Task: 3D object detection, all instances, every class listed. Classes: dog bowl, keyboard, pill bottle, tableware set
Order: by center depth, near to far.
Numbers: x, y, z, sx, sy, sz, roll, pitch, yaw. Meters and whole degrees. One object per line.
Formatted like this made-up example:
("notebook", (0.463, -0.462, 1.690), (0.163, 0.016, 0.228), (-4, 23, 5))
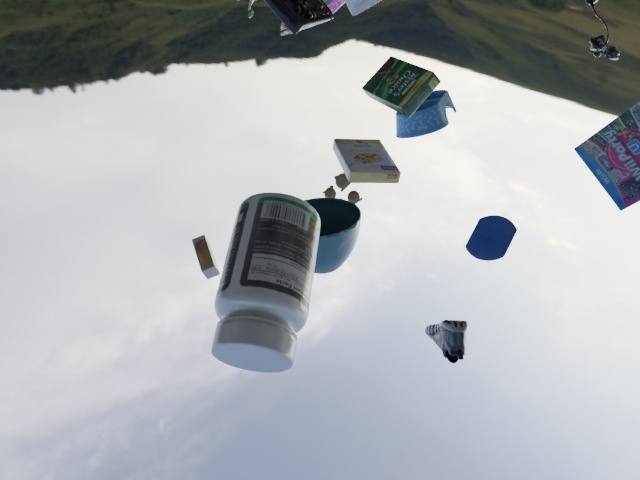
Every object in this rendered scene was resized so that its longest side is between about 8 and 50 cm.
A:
("keyboard", (-0.127, -0.483, 0.860), (0.317, 0.033, 0.201), (49, -130, 1))
("pill bottle", (-0.118, 0.090, 1.120), (0.204, 0.204, 0.360), (10, -122, -2))
("dog bowl", (0.332, -0.410, 1.615), (0.166, 0.074, 0.297), (-5, -155, 28))
("tableware set", (0.088, -0.186, 2.086), (0.168, 0.141, 0.020), (58, -154, 13))

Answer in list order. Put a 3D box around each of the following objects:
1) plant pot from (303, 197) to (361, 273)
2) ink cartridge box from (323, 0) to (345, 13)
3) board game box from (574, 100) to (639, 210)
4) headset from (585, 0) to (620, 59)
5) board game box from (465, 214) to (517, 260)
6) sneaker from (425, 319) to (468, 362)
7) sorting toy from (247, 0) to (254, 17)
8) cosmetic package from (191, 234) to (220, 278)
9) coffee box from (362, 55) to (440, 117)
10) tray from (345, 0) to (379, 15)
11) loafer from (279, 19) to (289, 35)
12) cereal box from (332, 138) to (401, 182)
("plant pot", (0.000, 0.000, 1.757), (0.291, 0.195, 0.290), (-5, -151, 3))
("ink cartridge box", (0.002, -0.788, 1.507), (0.311, 0.186, 0.065), (-7, -113, -57))
("board game box", (0.873, -0.249, 1.330), (0.098, 0.303, 0.224), (-24, -104, -31))
("headset", (0.787, -0.694, 1.333), (0.185, 0.393, 0.243), (10, -174, -32))
("board game box", (0.563, -0.002, 1.660), (0.133, 0.033, 0.168), (20, -106, 38))
("sneaker", (0.312, 0.259, 1.269), (0.083, 0.223, 0.098), (1, -106, 3))
("sorting toy", (-0.148, -0.543, 1.132), (0.012, 0.083, 0.062), (19, -124, -7))
("cosmetic package", (-0.332, 0.048, 1.467), (0.041, 0.060, 0.115), (-23, -118, -5))
("coffee box", (0.190, -0.372, 1.212), (0.040, 0.113, 0.184), (38, -172, -40))
("tray", (0.165, -0.693, 1.252), (0.271, 0.145, 0.030), (-24, -165, 19))
("loafer", (-0.088, -0.631, 1.465), (0.056, 0.050, 0.148), (-25, -162, -19))
("cereal box", (0.152, -0.271, 1.707), (0.173, 0.047, 0.240), (-2, -143, -15))
